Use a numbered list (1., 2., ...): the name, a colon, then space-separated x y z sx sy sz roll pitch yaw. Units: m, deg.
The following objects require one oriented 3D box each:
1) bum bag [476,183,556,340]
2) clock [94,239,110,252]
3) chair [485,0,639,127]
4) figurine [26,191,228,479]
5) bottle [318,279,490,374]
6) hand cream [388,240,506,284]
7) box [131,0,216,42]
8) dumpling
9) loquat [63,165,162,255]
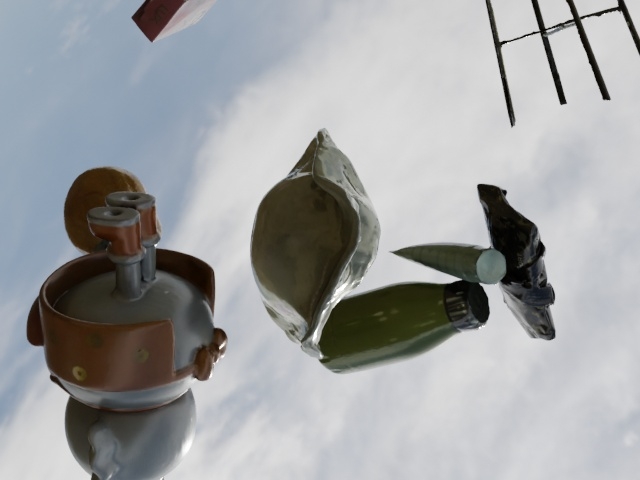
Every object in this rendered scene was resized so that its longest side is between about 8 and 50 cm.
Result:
1. bum bag: 0.267 0.036 1.383 0.069 0.248 0.102 -23 -147 0
2. clock: -0.267 0.032 1.363 0.017 0.085 0.085 15 -108 37
3. chair: 0.242 -0.307 1.172 0.170 0.326 0.159 -13 -172 45
4. figurine: -0.133 0.099 0.764 0.143 0.271 0.143 -13 -162 4
5. bottle: 0.112 0.115 1.449 0.260 0.112 0.112 -18 -135 35
6. hand cream: 0.175 0.023 1.403 0.205 0.078 0.050 14 -69 63
7. box: -0.232 -0.397 1.709 0.111 0.060 0.156 -39 -179 37
8. dumpling: -0.001 -0.002 0.797 0.169 0.099 0.134 -63 -168 -8
9. loquat: -0.394 -0.040 1.950 0.176 0.187 0.234 -38 -131 -1
